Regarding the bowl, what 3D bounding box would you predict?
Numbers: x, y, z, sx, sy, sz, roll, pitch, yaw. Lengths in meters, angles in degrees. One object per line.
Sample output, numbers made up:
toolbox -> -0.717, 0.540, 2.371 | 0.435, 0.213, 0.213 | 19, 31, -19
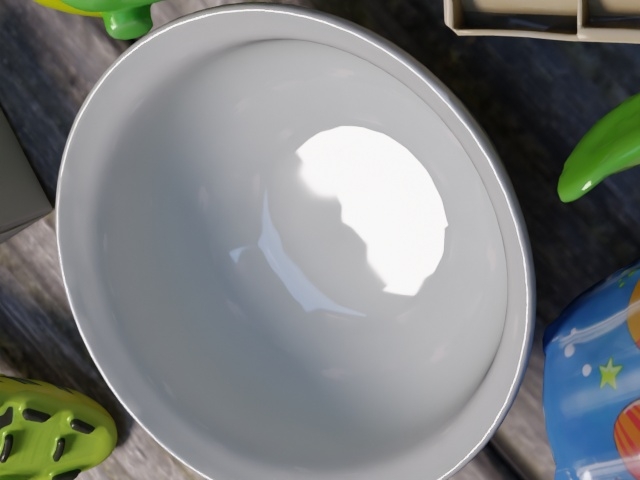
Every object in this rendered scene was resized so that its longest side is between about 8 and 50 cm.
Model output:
bowl -> 0.000, 0.000, 0.683 | 0.297, 0.134, 0.298 | 9, 111, 25

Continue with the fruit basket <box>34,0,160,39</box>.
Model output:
fruit basket -> -0.151, -0.292, 0.543 | 0.392, 0.392, 0.283 | -23, 139, 31

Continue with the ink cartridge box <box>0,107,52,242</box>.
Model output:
ink cartridge box -> -0.316, -0.028, 0.837 | 0.176, 0.127, 0.128 | -26, 93, 31

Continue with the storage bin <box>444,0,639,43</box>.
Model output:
storage bin -> 0.194, -0.218, 0.505 | 0.262, 0.123, 0.260 | 8, 104, 24

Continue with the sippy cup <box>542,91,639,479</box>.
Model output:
sippy cup -> 0.238, 0.072, 0.546 | 0.224, 0.240, 0.306 | -27, 77, 42

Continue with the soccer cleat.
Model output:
soccer cleat -> -0.298, 0.119, 0.862 | 0.289, 0.121, 0.093 | 6, 119, -12
